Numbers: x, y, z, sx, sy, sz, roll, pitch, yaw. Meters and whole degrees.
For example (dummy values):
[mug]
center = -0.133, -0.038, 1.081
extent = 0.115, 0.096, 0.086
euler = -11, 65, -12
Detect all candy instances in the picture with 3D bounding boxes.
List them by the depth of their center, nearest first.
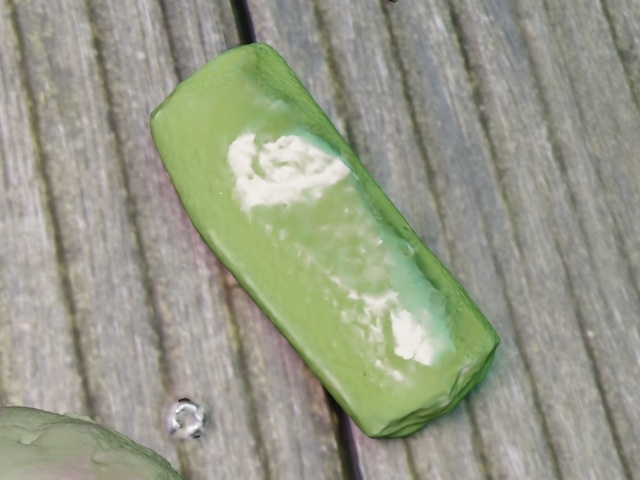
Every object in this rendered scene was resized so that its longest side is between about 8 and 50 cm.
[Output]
[candy]
center = 0.000, 0.000, 1.358
extent = 0.142, 0.132, 0.343
euler = -40, 78, 14

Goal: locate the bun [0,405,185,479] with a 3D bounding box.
[bun]
center = -0.196, 0.236, 1.142
extent = 0.293, 0.187, 0.293
euler = 8, 61, -16
